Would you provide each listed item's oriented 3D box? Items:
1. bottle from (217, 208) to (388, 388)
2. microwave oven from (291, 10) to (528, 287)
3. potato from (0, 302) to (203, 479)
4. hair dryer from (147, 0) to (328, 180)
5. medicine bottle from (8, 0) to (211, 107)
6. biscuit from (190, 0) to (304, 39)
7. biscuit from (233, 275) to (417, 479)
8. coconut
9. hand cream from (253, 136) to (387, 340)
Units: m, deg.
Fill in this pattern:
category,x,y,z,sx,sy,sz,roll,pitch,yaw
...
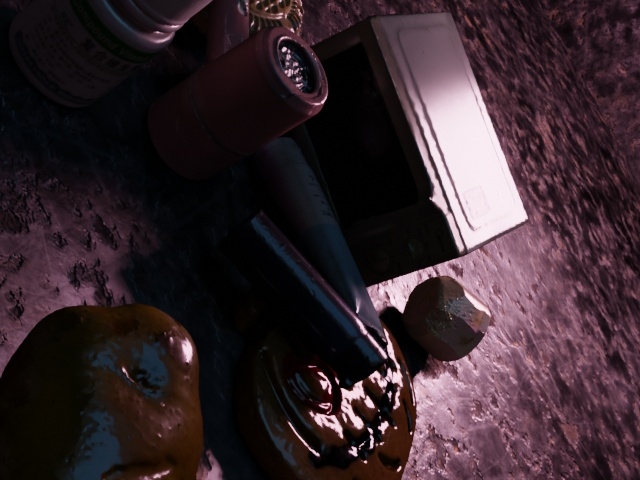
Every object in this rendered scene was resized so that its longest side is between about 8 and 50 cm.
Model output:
category,x,y,z,sx,sy,sz,roll,pitch,yaw
bottle,-0.017,0.071,1.322,0.082,0.072,0.244,-41,90,-22
microwave oven,0.112,-0.134,1.616,0.286,0.218,0.355,-23,92,-56
potato,-0.199,0.225,0.937,0.195,0.177,0.369,88,3,-58
hair dryer,-0.108,-0.267,1.426,0.125,0.210,0.352,30,45,-40
medicine bottle,-0.230,-0.263,1.234,0.139,0.237,0.139,40,34,-34
biscuit,-0.127,-0.383,1.641,0.259,0.079,0.259,27,44,-30
biscuit,0.010,0.178,1.383,0.314,0.063,0.367,53,30,-13
coconut,0.196,0.125,1.666,0.122,0.116,0.116,38,35,-26
hand cream,0.000,0.000,1.468,0.312,0.070,0.111,63,10,28
